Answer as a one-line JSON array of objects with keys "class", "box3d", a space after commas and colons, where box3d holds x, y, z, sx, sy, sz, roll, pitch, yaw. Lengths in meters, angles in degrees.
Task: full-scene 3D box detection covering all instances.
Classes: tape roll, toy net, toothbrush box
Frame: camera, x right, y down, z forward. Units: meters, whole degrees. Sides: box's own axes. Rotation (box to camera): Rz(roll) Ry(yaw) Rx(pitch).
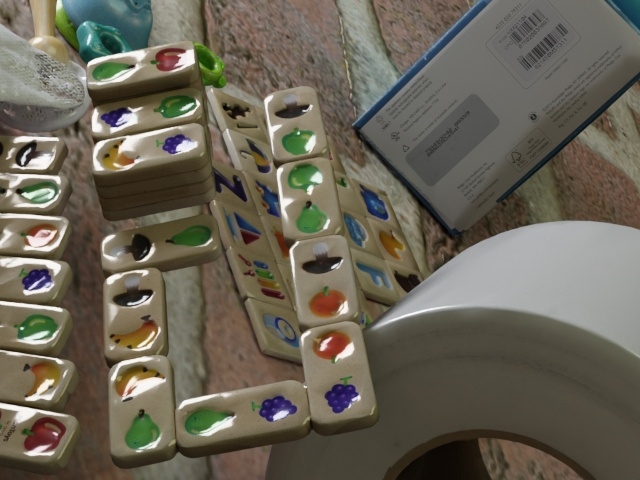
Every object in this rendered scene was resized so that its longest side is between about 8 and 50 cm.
[{"class": "tape roll", "box3d": [0.113, 0.126, 0.806, 0.246, 0.246, 0.169, 49, 27, 5]}, {"class": "toy net", "box3d": [-0.142, -0.100, 0.972, 0.122, 0.045, 0.232, 47, 28, -2]}, {"class": "toothbrush box", "box3d": [0.184, -0.147, 1.312, 0.126, 0.216, 0.295, 48, 27, 3]}]

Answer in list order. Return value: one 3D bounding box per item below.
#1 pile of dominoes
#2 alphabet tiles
[{"class": "pile of dominoes", "box3d": [-0.086, -0.001, 0.769, 0.251, 0.196, 0.040, -100, 179, -47]}, {"class": "alphabet tiles", "box3d": [0.000, 0.000, 1.076, 0.198, 0.009, 0.237, 19, 37, -42]}]
